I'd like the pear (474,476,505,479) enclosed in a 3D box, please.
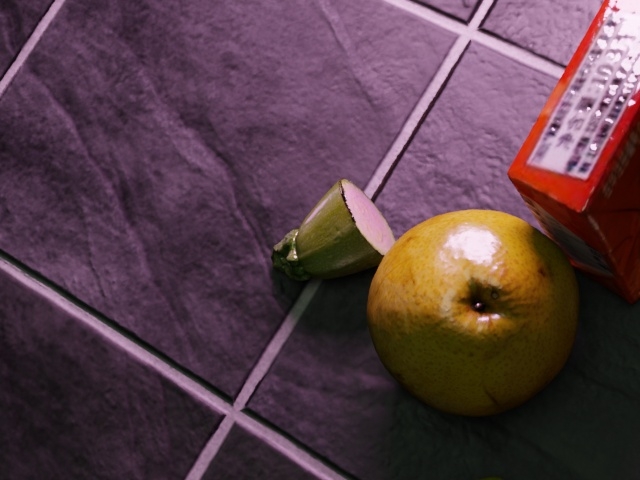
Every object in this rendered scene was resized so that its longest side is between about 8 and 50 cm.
[{"bbox_3d":[0.164,0.278,1.146,0.092,0.092,0.097,-27,67,6],"label":"pear"}]

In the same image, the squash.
[{"bbox_3d":[0.001,0.009,1.283,0.132,0.105,0.105,-33,66,17],"label":"squash"}]

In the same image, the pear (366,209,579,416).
[{"bbox_3d":[0.147,0.066,1.157,0.208,0.209,0.209,-5,72,14],"label":"pear"}]

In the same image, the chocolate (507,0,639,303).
[{"bbox_3d":[0.296,-0.092,1.152,0.108,0.235,0.237,27,82,33],"label":"chocolate"}]
